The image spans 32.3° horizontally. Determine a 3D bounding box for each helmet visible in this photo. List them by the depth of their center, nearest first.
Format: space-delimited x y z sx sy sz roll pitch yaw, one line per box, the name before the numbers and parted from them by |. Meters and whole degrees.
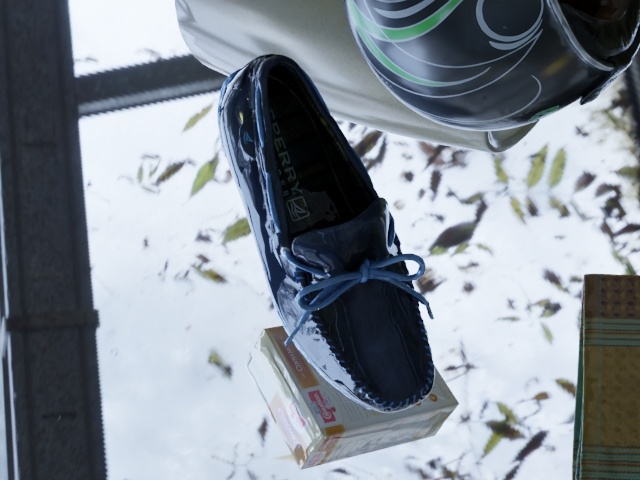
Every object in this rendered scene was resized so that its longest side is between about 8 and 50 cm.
helmet | 0.094 -0.150 0.661 0.169 0.161 0.169 9 -103 -46

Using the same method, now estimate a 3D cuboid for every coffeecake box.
coffeecake box | 0.033 0.156 1.201 0.185 0.068 0.142 -6 -130 -35

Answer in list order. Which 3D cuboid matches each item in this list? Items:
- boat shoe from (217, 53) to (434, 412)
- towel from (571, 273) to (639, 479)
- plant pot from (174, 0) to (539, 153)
boat shoe | 0.000 0.000 0.735 0.109 0.089 0.258 -32 -89 -21
towel | 0.387 0.195 1.088 0.271 0.040 0.370 3 -125 12
plant pot | 0.064 -0.193 0.914 0.274 0.256 0.256 36 -117 26
